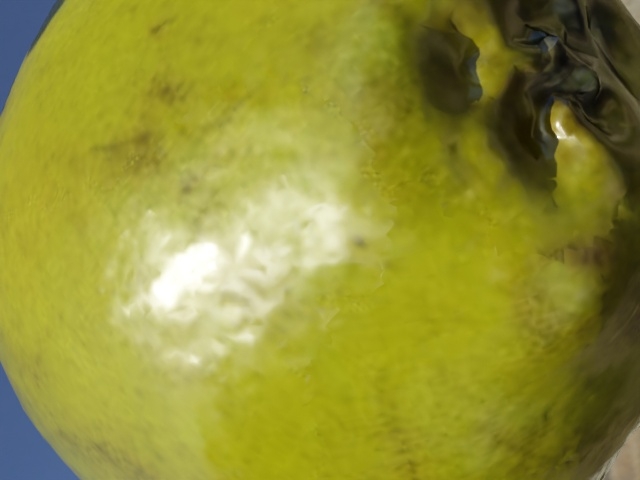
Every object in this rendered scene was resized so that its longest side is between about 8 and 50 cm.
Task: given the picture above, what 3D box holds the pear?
[{"bbox_3d":[0.000,0.000,0.696,0.352,0.352,0.413,-49,4,-23],"label":"pear"}]
